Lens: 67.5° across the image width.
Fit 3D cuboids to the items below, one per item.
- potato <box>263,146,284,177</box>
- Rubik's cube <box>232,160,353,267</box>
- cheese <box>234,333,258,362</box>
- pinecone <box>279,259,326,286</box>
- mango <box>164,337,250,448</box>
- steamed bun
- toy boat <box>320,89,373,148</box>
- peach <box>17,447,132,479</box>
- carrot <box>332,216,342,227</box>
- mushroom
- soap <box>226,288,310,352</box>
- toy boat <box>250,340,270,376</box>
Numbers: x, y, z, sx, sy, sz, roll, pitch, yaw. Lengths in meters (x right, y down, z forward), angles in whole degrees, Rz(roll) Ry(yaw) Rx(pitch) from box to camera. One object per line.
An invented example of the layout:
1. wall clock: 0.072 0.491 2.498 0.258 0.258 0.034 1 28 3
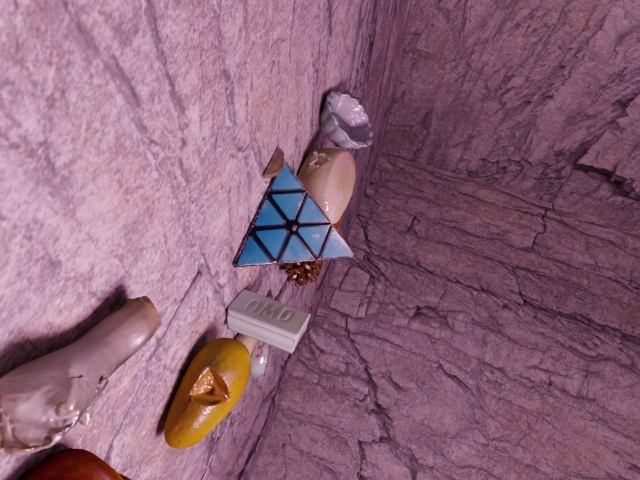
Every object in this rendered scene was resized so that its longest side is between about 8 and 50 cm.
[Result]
1. potato: -0.105 -0.181 1.170 0.037 0.036 0.093 86 24 -60
2. Rubik's cube: -0.093 -0.023 1.264 0.233 0.229 0.228 40 20 -43
3. cheese: -0.251 0.380 1.390 0.137 0.065 0.227 88 24 -63
4. pinecone: -0.057 0.060 1.601 0.179 0.150 0.195 -34 142 -76
5. mango: -0.255 0.343 1.086 0.261 0.130 0.167 -62 163 -21
6. steamed bun: 0.001 -0.176 1.461 0.152 0.170 0.238 41 63 -56
7. toy boat: 0.075 -0.375 1.513 0.100 0.199 0.290 -33 -159 34
8. peach: -0.337 0.435 0.615 0.274 0.246 0.248 -55 137 -25
9. carrot: 0.000 0.000 2.009 0.258 0.100 0.307 -57 165 -47
10. mushroom: -0.291 0.152 0.592 0.096 0.099 0.278 -60 180 20
11. soap: -0.140 0.208 1.258 0.119 0.198 0.066 -53 159 -63
12. toy boat: -0.208 0.366 1.649 0.134 0.079 0.207 109 -6 -58
